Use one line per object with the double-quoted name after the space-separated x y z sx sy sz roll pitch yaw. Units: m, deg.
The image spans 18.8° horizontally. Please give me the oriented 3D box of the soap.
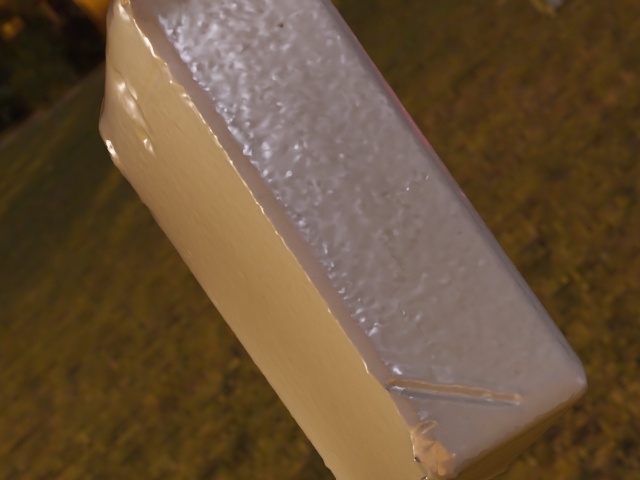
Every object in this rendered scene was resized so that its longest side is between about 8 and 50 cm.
0.000 0.000 0.619 0.064 0.183 0.121 -31 -11 -16 "soap"
